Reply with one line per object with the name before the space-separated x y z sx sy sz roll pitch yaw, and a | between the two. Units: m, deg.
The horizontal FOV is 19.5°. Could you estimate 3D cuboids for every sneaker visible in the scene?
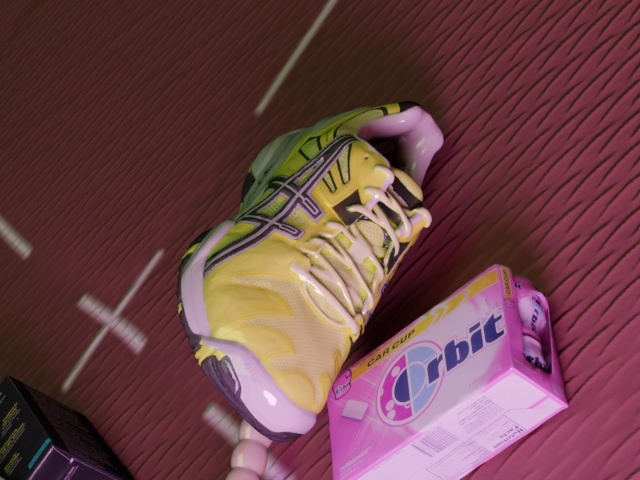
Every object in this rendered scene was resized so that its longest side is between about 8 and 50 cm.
sneaker | 0.000 0.000 1.455 0.147 0.145 0.385 -31 25 28

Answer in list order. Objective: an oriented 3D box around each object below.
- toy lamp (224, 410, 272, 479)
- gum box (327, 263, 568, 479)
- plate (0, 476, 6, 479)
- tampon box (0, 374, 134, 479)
toy lamp | -0.070 0.233 1.457 0.080 0.080 0.275 -19 45 45
gum box | 0.092 0.110 1.359 0.188 0.062 0.107 -38 35 28
plate | -0.353 0.317 1.641 0.277 0.045 0.278 20 101 56
tampon box | -0.260 0.221 1.699 0.120 0.101 0.161 -55 31 3
